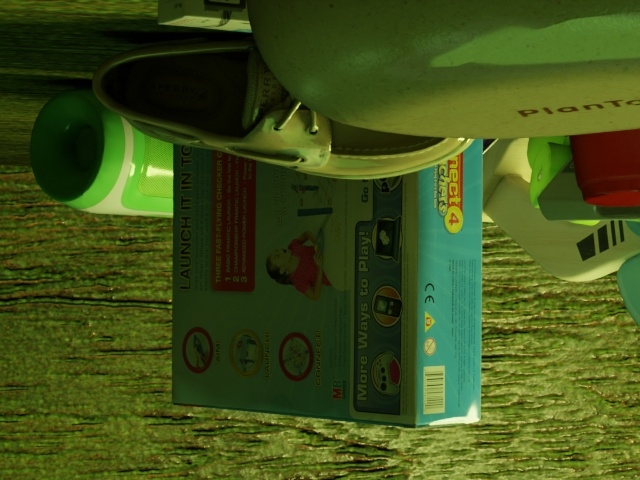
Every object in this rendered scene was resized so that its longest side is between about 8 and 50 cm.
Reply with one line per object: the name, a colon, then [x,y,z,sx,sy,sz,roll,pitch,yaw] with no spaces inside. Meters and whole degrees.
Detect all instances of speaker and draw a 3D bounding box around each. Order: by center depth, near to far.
speaker: [-0.150,-0.086,1.997,0.131,0.131,0.296,0,179,41]

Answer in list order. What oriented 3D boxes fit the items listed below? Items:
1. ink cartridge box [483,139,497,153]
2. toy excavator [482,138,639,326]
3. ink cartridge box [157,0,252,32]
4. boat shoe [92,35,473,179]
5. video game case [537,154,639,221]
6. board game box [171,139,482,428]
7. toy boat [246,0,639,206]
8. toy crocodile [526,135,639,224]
ink cartridge box: [0.103,-0.058,1.936,0.045,0.206,0.208,45,177,-1]
toy excavator: [0.365,-0.006,2.062,0.445,0.433,0.222,-35,156,35]
ink cartridge box: [-0.072,-0.151,1.244,0.083,0.028,0.048,3,178,-25]
boat shoe: [-0.028,-0.108,1.511,0.302,0.109,0.098,7,-178,18]
video game case: [0.257,-0.083,1.232,0.183,0.023,0.201,0,-140,48]
board game box: [0.000,0.000,1.709,0.302,0.308,0.086,1,180,45]
toy boat: [0.113,-0.112,0.842,0.267,0.148,0.318,-4,170,13]
toy crocodile: [0.274,-0.068,1.818,0.115,0.105,0.340,7,-174,-9]
